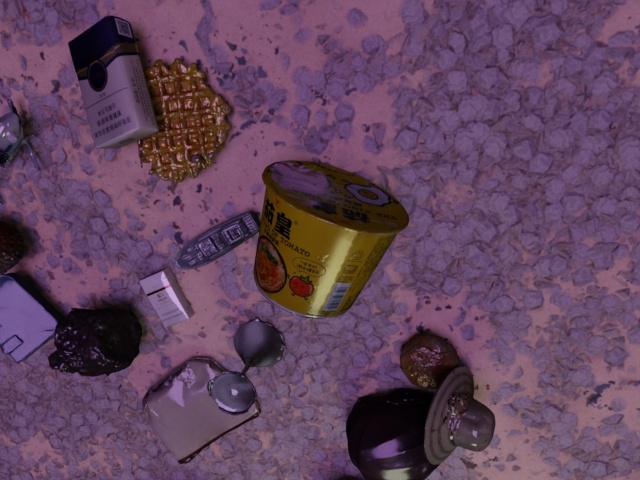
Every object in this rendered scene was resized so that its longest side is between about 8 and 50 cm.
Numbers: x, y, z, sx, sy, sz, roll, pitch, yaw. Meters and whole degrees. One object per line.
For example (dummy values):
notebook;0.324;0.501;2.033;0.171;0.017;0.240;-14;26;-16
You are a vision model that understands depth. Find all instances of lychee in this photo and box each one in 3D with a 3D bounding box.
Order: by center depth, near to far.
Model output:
lychee;-0.908;0.016;1.147;0.198;0.165;0.165;9;107;-7

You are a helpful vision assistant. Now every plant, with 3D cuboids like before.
plant;-0.624;0.282;1.173;0.234;0.204;0.178;-13;64;24

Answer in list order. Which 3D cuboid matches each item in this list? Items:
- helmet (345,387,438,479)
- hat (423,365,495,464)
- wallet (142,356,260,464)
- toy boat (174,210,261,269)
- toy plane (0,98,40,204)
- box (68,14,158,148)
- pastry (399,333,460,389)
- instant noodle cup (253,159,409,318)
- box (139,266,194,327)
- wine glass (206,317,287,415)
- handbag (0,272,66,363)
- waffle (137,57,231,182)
helmet;0.210;0.534;1.119;0.306;0.177;0.224;-13;101;13
hat;0.359;0.442;1.023;0.110;0.252;0.251;11;111;44
wallet;-0.365;0.499;1.255;0.335;0.068;0.274;-35;102;9
toy boat;-0.272;0.007;1.090;0.261;0.085;0.078;-28;100;15
toy plane;-0.846;-0.224;1.104;0.273;0.107;0.181;-29;94;19
box;-0.484;-0.360;0.991;0.168;0.071;0.259;-12;95;29
pastry;0.278;0.314;1.095;0.154;0.081;0.153;2;109;5
instant noodle cup;0.000;0.000;0.945;0.326;0.325;0.254;20;117;3
box;-0.427;0.159;1.180;0.084;0.040;0.154;-22;100;16
wine glass;-0.189;0.323;1.088;0.156;0.232;0.156;2;106;8
handbag;-0.875;0.220;1.207;0.179;0.062;0.229;-41;101;-13
waffle;-0.352;-0.289;1.037;0.262;0.060;0.280;43;106;-1
